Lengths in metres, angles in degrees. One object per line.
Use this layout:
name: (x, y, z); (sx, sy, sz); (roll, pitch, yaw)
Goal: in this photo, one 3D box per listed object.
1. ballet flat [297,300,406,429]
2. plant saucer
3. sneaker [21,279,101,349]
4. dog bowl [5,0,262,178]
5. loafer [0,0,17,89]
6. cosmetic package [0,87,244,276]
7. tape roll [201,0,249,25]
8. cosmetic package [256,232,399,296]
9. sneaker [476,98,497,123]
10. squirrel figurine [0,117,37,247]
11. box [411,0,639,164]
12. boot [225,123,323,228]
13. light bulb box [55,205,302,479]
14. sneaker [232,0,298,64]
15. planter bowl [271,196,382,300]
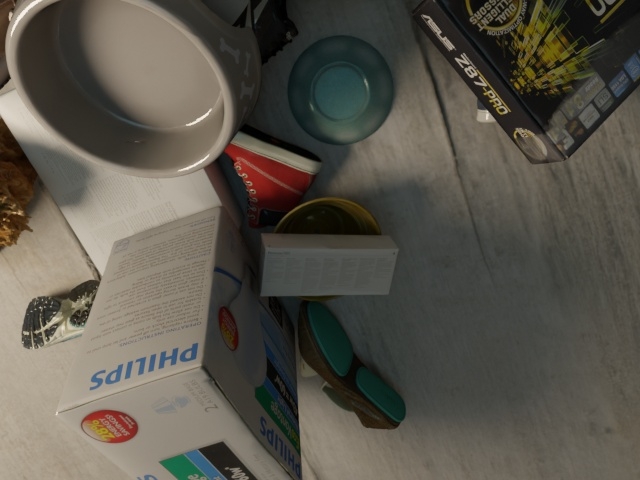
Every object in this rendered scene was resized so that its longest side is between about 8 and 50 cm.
ballet flat: (0.036, 0.274, 1.138); (0.124, 0.116, 0.342); (-31, 109, 32)
plant saucer: (0.036, -0.266, 0.984); (0.194, 0.037, 0.195); (1, 109, 3)
sneaker: (-0.491, 0.165, 1.113); (0.282, 0.122, 0.110); (-15, 66, 27)
dog bowl: (-0.261, -0.230, 0.767); (0.348, 0.102, 0.349); (3, 139, 3)
loafer: (-0.480, -0.400, 0.880); (0.366, 0.134, 0.130); (-46, 125, 7)
cosmetic package: (-0.347, -0.140, 0.991); (0.284, 0.097, 0.378); (-18, 112, 12)
tape roll: (-0.198, -0.445, 0.800); (0.169, 0.246, 0.246); (15, 112, -38)
cosmetic package: (0.011, 0.042, 0.970); (0.238, 0.060, 0.099); (1, 120, -15)
sneaker: (0.380, -0.296, 0.933); (0.226, 0.086, 0.164); (-6, 109, 4)
squirrel figurine: (-0.680, -0.054, 0.908); (0.396, 0.370, 0.281); (-25, 105, 11)
box: (0.385, -0.365, 0.844); (0.395, 0.097, 0.318); (-44, 103, -6)
boot: (-0.138, -0.114, 0.996); (0.244, 0.088, 0.176); (21, 112, -23)
light bulb box: (-0.199, 0.204, 0.930); (0.225, 0.361, 0.358); (-19, 128, 9)
sneaker: (-0.114, -0.338, 0.934); (0.135, 0.098, 0.276); (20, 107, -2)
planter bowl: (0.000, 0.000, 1.033); (0.217, 0.090, 0.217); (-6, 120, -11)
